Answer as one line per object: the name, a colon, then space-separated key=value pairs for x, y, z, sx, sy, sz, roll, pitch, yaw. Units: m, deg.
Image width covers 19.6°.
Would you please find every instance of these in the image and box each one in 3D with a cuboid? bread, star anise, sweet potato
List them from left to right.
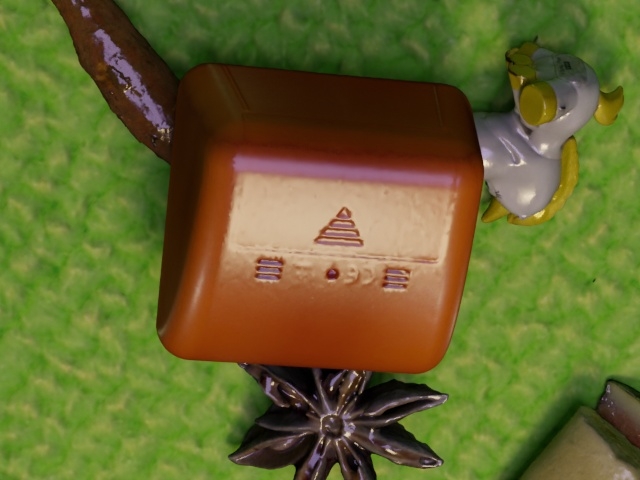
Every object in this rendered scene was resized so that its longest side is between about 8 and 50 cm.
sweet potato: x=-0.157 y=-0.131 z=1.597 sx=0.066 sy=0.072 sz=0.314 roll=-30 pitch=113 yaw=26
star anise: x=0.021 y=0.148 z=1.702 sx=0.209 sy=0.089 sz=0.231 roll=39 pitch=99 yaw=-5
bread: x=0.243 y=0.265 z=1.758 sx=0.139 sy=0.060 sz=0.178 roll=40 pitch=108 yaw=10

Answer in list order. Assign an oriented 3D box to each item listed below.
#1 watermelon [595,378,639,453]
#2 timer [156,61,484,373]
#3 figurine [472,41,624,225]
watermelon: x=0.305 y=0.257 z=1.797 sx=0.119 sy=0.063 sz=0.245 roll=6 pitch=109 yaw=5
timer: x=0.000 y=0.000 z=1.570 sx=0.257 sy=0.161 sz=0.250 roll=4 pitch=116 yaw=-10
figurine: x=0.185 y=-0.086 z=1.650 sx=0.129 sy=0.109 sz=0.178 roll=23 pitch=114 yaw=-24
